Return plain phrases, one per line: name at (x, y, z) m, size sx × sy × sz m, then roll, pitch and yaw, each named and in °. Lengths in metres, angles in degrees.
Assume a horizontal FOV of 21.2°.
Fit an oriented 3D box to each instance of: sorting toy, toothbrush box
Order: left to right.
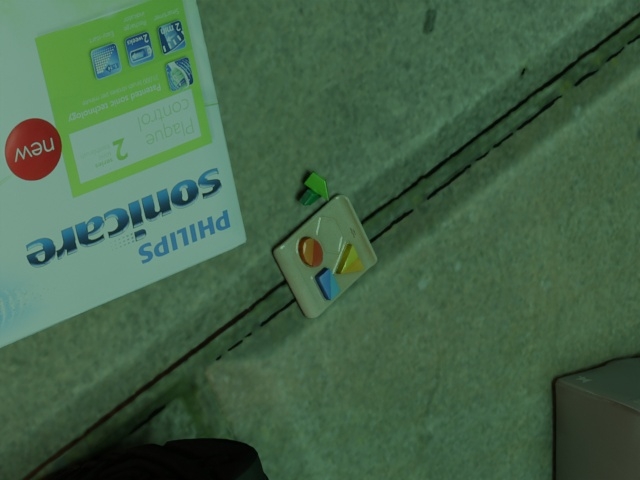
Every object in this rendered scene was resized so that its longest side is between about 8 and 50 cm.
toothbrush box at (-0.175, -0.103, 0.829) m, size 0.206 × 0.122 × 0.283 m, roll -23°, pitch 115°, yaw -31°
sorting toy at (0.000, 0.000, 1.054) m, size 0.062 × 0.012 × 0.083 m, roll -40°, pitch 122°, yaw -23°

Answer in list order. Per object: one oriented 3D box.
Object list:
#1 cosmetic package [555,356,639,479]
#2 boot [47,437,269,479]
cosmetic package at (0.244, 0.208, 1.232) m, size 0.127 × 0.107 × 0.238 m, roll -13°, pitch 112°, yaw -31°
boot at (-0.145, 0.286, 0.933) m, size 0.348 × 0.131 × 0.260 m, roll -30°, pitch 111°, yaw -18°
